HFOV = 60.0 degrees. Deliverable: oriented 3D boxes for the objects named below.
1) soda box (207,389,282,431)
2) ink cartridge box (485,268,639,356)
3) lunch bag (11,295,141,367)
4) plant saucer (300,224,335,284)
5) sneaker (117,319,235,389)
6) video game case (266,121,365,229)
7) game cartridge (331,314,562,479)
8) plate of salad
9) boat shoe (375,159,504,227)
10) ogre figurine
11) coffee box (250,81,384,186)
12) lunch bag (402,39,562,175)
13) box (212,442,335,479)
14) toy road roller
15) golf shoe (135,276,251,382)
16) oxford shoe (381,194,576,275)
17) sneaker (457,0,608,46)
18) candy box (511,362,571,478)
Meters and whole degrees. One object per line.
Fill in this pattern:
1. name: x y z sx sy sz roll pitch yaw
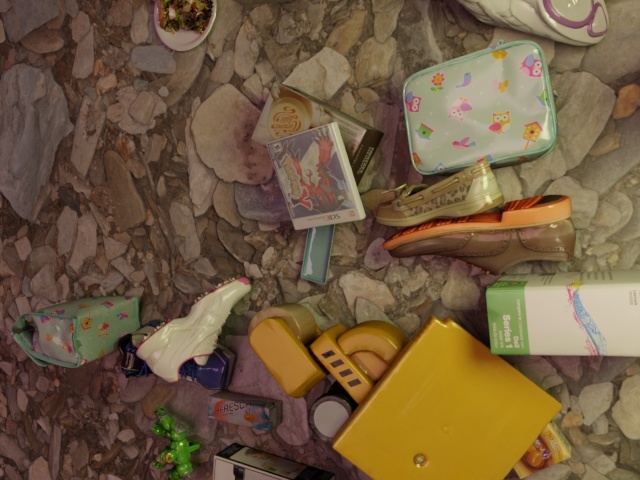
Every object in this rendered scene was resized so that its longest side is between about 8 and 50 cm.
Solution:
1. soda box: -0.186 0.413 1.354 0.183 0.063 0.058 1 94 27
2. ink cartridge box: 0.442 0.119 0.943 0.278 0.201 0.117 -4 92 26
3. lunch bag: -0.653 0.234 1.486 0.262 0.223 0.160 -1 98 27
4. plant saucer: 0.000 0.000 1.261 0.067 0.018 0.192 13 100 25
5. sneaker: -0.387 0.303 1.382 0.316 0.182 0.127 16 102 25
6. video game case: -0.013 -0.126 1.148 0.183 0.023 0.201 -8 105 40
7. game cartridge: 0.228 0.336 1.021 0.285 0.052 0.323 38 93 0
8. plate of salad: -0.345 -0.576 1.381 0.200 0.048 0.199 1 93 26
9. boat shoe: 0.215 -0.087 1.065 0.285 0.105 0.089 -9 103 48
10. ogre figurine: -0.382 0.539 1.448 0.118 0.097 0.197 -7 74 44
11. coffee box: -0.010 -0.226 1.205 0.247 0.098 0.141 33 109 21
12. lunch bag: 0.302 -0.245 1.045 0.279 0.108 0.224 -10 87 27
13. box: -0.117 0.610 1.318 0.290 0.087 0.169 7 96 26
14. toy road roller: 0.036 0.229 1.164 0.240 0.202 0.329 -44 79 9
15. golf shoe: -0.275 0.209 1.311 0.306 0.115 0.140 -37 85 -14
16. oxford shoe: 0.291 0.011 1.060 0.364 0.130 0.132 -9 102 33
17. sneaker: 0.370 -0.439 1.005 0.305 0.152 0.114 27 90 0
18. candy box: 0.382 0.346 1.072 0.109 0.053 0.186 -36 79 22
